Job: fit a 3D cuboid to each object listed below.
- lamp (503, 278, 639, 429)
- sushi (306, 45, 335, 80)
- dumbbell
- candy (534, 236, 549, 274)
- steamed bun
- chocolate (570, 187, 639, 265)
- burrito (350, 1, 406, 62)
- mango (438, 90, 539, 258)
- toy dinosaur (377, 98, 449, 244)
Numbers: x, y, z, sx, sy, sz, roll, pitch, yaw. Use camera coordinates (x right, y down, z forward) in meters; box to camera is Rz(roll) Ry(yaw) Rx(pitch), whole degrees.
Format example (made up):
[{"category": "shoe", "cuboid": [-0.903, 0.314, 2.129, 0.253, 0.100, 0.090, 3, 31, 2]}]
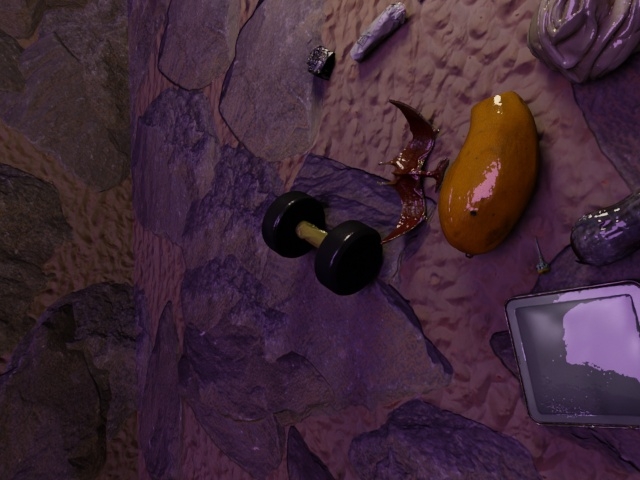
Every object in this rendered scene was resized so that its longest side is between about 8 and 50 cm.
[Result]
[{"category": "lamp", "cuboid": [0.517, 0.226, 0.896, 0.266, 0.047, 0.269, -18, 77, 44]}, {"category": "sushi", "cuboid": [-0.002, -0.553, 1.413, 0.084, 0.056, 0.083, 45, 120, 35]}, {"category": "dumbbell", "cuboid": [0.000, 0.000, 1.307, 0.322, 0.203, 0.204, 31, 112, 41]}, {"category": "candy", "cuboid": [0.463, 0.032, 0.971, 0.025, 0.023, 0.083, -37, 57, 56]}, {"category": "steamed bun", "cuboid": [0.495, -0.417, 0.847, 0.211, 0.144, 0.218, -51, 57, 32]}, {"category": "chocolate", "cuboid": [0.562, -0.036, 0.812, 0.248, 0.110, 0.110, -34, 67, 40]}, {"category": "burrito", "cuboid": [0.154, -0.568, 1.253, 0.203, 0.064, 0.064, -33, 67, 41]}, {"category": "mango", "cuboid": [0.364, -0.138, 0.984, 0.187, 0.144, 0.360, 28, 107, 39]}, {"category": "toy dinosaur", "cuboid": [0.207, -0.161, 1.165, 0.206, 0.112, 0.328, 43, 121, 36]}]
